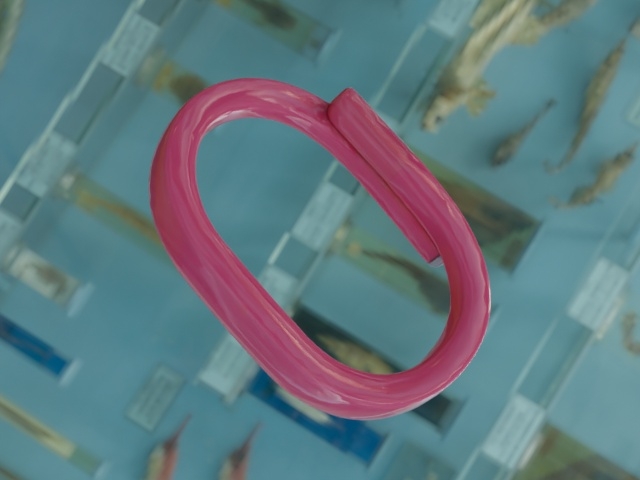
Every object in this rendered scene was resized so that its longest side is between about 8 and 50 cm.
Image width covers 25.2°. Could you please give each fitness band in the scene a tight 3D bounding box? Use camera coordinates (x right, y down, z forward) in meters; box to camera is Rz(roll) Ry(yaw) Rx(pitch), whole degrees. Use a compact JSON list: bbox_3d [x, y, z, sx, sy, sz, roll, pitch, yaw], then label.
[{"bbox_3d":[0.000,0.000,1.083,0.209,0.291,0.054,-41,179,-32],"label":"fitness band"}]
